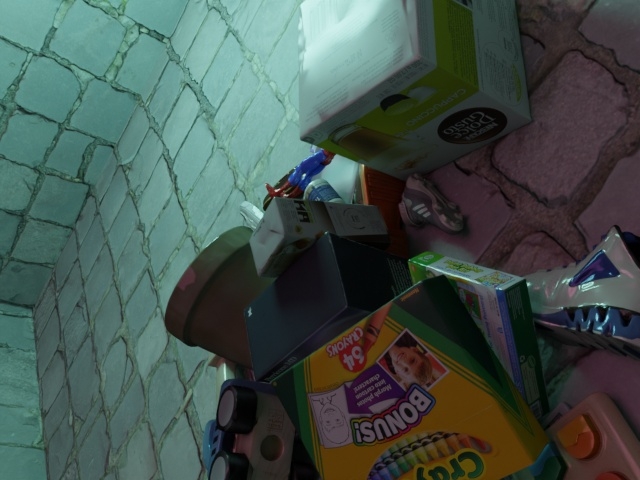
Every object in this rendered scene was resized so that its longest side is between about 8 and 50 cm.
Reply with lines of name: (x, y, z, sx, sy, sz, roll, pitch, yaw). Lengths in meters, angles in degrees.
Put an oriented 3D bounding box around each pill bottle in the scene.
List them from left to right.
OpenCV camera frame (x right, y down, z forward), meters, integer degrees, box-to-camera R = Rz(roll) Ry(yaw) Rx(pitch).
pill bottle: (0.018, -0.081, 1.595, 0.067, 0.067, 0.120, -56, 49, 21)

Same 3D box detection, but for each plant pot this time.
plant pot: (-0.160, 0.170, 1.675, 0.280, 0.323, 0.323, 34, 105, 17)

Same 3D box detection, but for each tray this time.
tray: (0.027, -0.109, 1.665, 0.145, 0.030, 0.270, 1, 72, 37)

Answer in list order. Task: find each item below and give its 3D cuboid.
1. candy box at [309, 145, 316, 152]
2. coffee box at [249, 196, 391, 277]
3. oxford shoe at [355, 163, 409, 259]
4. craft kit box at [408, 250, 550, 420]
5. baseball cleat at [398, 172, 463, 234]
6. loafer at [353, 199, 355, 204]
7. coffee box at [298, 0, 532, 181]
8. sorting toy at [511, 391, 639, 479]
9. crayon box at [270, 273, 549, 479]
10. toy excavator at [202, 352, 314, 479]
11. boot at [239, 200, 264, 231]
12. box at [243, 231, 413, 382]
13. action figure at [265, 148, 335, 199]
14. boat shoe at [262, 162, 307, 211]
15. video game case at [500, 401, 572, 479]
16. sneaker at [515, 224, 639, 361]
candy box: (0.071, -0.296, 1.781, 0.165, 0.070, 0.196, 25, 96, 54)
coffee box: (0.000, 0.000, 1.416, 0.141, 0.246, 0.098, -55, 43, 44)
oxford shoe: (0.112, -0.076, 1.587, 0.132, 0.130, 0.364, -28, 54, 52)
craft kit box: (0.266, 0.159, 1.201, 0.246, 0.061, 0.250, 16, 126, 56)
baseball cleat: (0.231, -0.054, 1.478, 0.206, 0.072, 0.109, -115, 39, -49)
loafer: (0.006, -0.010, 1.717, 0.092, 0.102, 0.269, 28, 98, 60)
coffee box: (0.183, -0.367, 1.436, 0.337, 0.334, 0.338, -25, 58, 45)
sorting toy: (0.391, 0.359, 1.050, 0.208, 0.038, 0.193, -49, 41, 27)
crayon box: (0.133, 0.284, 1.171, 0.363, 0.106, 0.313, -38, 74, 29)
toy excavator: (-0.199, 0.429, 1.729, 0.445, 0.222, 0.433, -24, 55, 57)
boot: (-0.189, -0.017, 1.963, 0.123, 0.095, 0.258, -47, 38, -5)
box: (0.052, 0.166, 1.411, 0.296, 0.294, 0.183, -44, 44, 34)
action figure: (-0.015, -0.219, 1.660, 0.280, 0.091, 0.139, -33, 64, 20)
boat shoe: (-0.082, -0.147, 1.927, 0.207, 0.073, 0.073, -31, 49, 33)
video game case: (0.379, 0.391, 1.105, 0.201, 0.023, 0.183, -56, 38, 19)
sneaker: (0.432, 0.072, 1.109, 0.315, 0.127, 0.182, 11, 70, 61)
